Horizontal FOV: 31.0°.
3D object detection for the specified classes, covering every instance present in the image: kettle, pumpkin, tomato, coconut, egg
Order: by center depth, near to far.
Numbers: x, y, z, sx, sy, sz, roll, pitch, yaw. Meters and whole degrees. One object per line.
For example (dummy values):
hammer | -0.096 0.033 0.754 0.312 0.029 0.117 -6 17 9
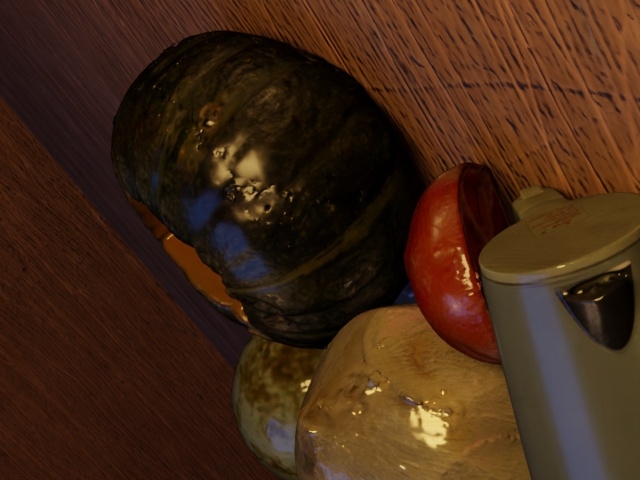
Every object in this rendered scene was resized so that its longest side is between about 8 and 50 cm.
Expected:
kettle | 0.195 0.089 0.768 0.210 0.160 0.243 -78 -33 -73
tomato | 0.099 0.022 0.836 0.155 0.069 0.155 51 -150 -45
coconut | 0.087 0.163 0.931 0.230 0.227 0.227 2 -166 -34
pumpkin | -0.051 -0.044 1.021 0.320 0.192 0.320 46 168 13
egg | 0.019 0.196 1.454 0.238 0.238 0.289 38 -174 29

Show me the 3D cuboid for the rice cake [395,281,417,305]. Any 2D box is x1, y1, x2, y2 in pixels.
rice cake | 0.114 0.089 1.239 0.055 0.049 0.270 15 156 21
